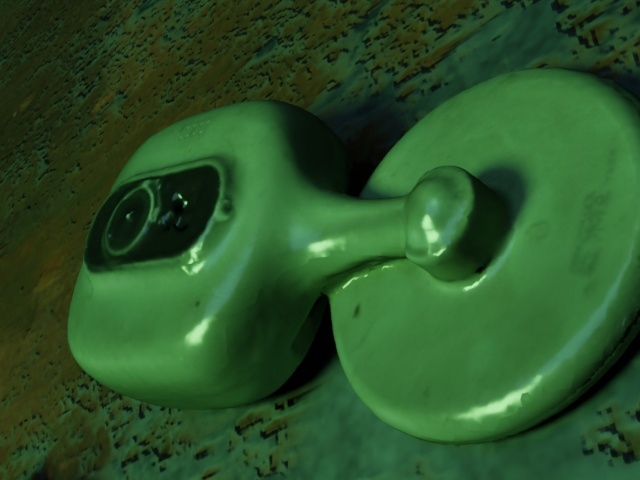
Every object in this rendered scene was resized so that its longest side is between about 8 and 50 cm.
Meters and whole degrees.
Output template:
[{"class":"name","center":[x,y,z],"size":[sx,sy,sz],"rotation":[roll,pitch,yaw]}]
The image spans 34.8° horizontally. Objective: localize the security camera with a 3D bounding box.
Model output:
[{"class":"security camera","center":[0.000,0.000,0.436],"size":[0.301,0.080,0.157],"rotation":[-7,59,44]}]
